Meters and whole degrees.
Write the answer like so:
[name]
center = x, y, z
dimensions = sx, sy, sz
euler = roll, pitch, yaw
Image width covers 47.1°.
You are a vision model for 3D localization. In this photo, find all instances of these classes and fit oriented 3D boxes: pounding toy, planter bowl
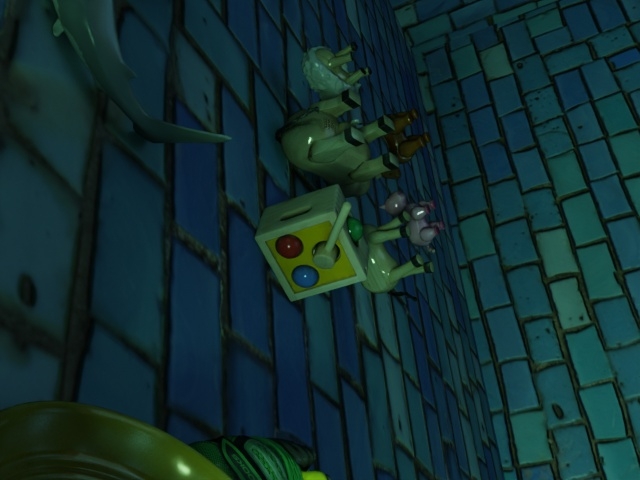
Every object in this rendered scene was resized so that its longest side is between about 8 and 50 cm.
[pounding toy]
center = 0.000, 0.000, 0.933
dimensions = 0.100, 0.141, 0.130
euler = -80, 147, -55
[planter bowl]
center = -0.118, 0.194, 0.415
dimensions = 0.217, 0.090, 0.217
euler = 33, 7, -5

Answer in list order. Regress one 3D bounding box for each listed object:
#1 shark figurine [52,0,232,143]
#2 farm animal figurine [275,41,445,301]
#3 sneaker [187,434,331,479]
[shark figurine]
center = -0.178, -0.211, 0.650
dimensions = 0.278, 0.116, 0.166
euler = 71, 19, 0
[farm animal figurine]
center = 0.049, -0.101, 1.170
dimensions = 0.327, 0.172, 0.330
euler = 42, 41, -36
[sneaker]
center = -0.064, 0.309, 0.519
dimensions = 0.146, 0.134, 0.344
euler = 27, 44, -46
